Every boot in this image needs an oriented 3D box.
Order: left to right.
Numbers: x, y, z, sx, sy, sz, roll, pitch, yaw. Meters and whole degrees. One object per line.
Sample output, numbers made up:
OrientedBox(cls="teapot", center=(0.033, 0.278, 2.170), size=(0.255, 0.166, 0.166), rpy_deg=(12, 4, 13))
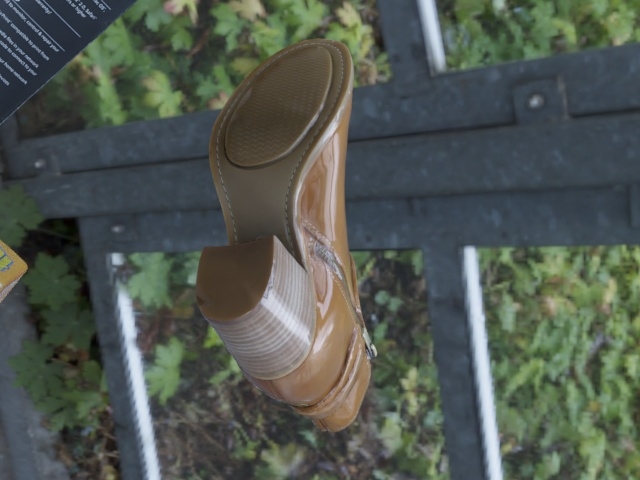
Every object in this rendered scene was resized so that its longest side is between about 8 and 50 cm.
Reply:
OrientedBox(cls="boot", center=(0.000, 0.000, 0.812), size=(0.220, 0.109, 0.283), rpy_deg=(55, 34, -51))

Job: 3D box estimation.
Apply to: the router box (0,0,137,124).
OrientedBox(cls="router box", center=(-0.200, -0.180, 0.677), size=(0.243, 0.309, 0.081), rpy_deg=(-40, 116, 7))

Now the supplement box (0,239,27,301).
OrientedBox(cls="supplement box", center=(-0.340, 0.090, 0.801), size=(0.080, 0.078, 0.233), rpy_deg=(37, 100, -7))
